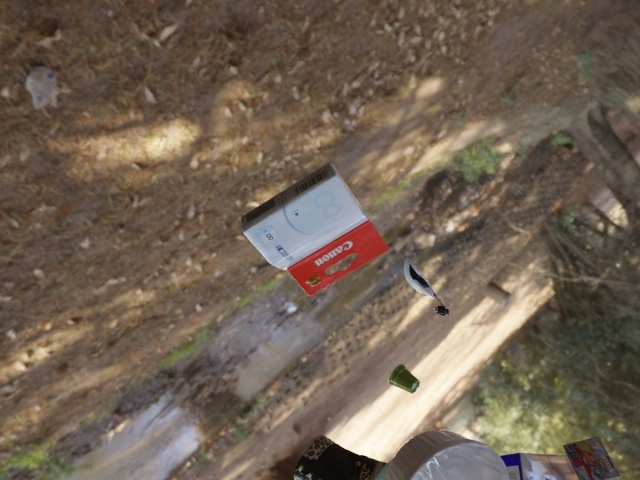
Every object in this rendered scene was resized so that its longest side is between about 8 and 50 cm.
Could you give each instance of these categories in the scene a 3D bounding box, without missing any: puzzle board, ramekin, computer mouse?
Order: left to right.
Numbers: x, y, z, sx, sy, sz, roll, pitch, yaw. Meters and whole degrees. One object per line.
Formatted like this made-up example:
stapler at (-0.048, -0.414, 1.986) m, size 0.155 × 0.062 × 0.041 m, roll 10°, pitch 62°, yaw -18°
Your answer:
computer mouse at (0.280, 0.132, 1.658) m, size 0.042 × 0.193 × 0.106 m, roll -38°, pitch 180°, yaw 3°
ramekin at (0.264, 0.543, 1.326) m, size 0.273 × 0.273 × 0.127 m, roll -46°, pitch -160°, yaw -9°
puzzle board at (0.694, 0.564, 1.557) m, size 0.096 × 0.128 × 0.011 m, roll -18°, pitch 119°, yaw 8°

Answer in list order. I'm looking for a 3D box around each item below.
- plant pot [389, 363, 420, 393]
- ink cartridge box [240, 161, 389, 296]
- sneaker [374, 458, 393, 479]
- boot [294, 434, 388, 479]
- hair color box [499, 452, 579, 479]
plant pot at (0.282, 0.461, 1.990) m, size 0.083 × 0.079 × 0.083 m, roll -27°, pitch 130°, yaw -37°
ink cartridge box at (0.000, 0.000, 1.776) m, size 0.308 × 0.091 × 0.385 m, roll -31°, pitch 125°, yaw 9°
sneaker at (0.276, 0.656, 1.567) m, size 0.094 × 0.256 × 0.151 m, roll -43°, pitch 161°, yaw -54°
boot at (0.032, 0.860, 2.045) m, size 0.377 × 0.284 × 0.138 m, roll -52°, pitch 145°, yaw -26°
hair color box at (0.728, 0.766, 1.884) m, size 0.339 × 0.185 × 0.110 m, roll 12°, pitch 153°, yaw -25°
